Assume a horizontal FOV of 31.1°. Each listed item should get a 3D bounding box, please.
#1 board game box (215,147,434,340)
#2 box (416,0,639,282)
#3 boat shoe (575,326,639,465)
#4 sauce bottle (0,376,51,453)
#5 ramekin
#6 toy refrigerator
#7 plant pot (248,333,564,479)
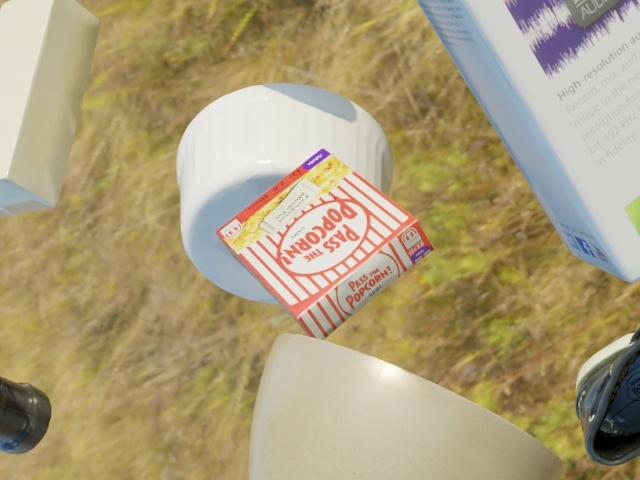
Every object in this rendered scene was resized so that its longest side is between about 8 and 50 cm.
[{"bbox_3d":[0.000,0.000,1.136,0.193,0.147,0.045,41,168,51],"label":"board game box"},{"bbox_3d":[0.121,-0.177,0.441,0.322,0.232,0.058,55,172,-23],"label":"box"},{"bbox_3d":[0.356,0.114,1.092,0.127,0.113,0.340,35,135,-10],"label":"boat shoe"},{"bbox_3d":[-0.385,0.118,1.034,0.111,0.111,0.344,35,179,42],"label":"sauce bottle"},{"bbox_3d":[-0.045,-0.046,1.420,0.277,0.277,0.135,94,177,-46],"label":"ramekin"},{"bbox_3d":[-0.360,-0.170,1.430,0.102,0.269,0.094,-8,152,32],"label":"toy refrigerator"},{"bbox_3d":[0.047,0.230,1.024,0.284,0.191,0.284,25,166,7],"label":"plant pot"}]
